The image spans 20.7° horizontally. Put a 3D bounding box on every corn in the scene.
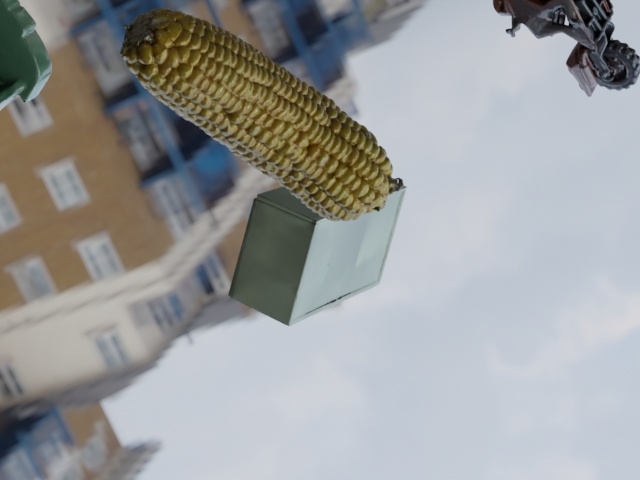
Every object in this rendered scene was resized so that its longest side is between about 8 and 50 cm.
[{"bbox_3d":[-0.056,-0.123,1.631,0.102,0.313,0.102,-33,-143,30],"label":"corn"}]

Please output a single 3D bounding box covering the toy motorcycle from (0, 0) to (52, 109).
[{"bbox_3d":[-0.392,-0.220,1.502,0.200,0.326,0.191,-32,-172,34],"label":"toy motorcycle"}]

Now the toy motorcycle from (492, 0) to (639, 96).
[{"bbox_3d":[0.275,-0.250,1.995,0.118,0.212,0.084,-16,-148,42],"label":"toy motorcycle"}]

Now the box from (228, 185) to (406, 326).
[{"bbox_3d":[0.000,0.000,2.007,0.086,0.130,0.225,24,-159,24],"label":"box"}]
